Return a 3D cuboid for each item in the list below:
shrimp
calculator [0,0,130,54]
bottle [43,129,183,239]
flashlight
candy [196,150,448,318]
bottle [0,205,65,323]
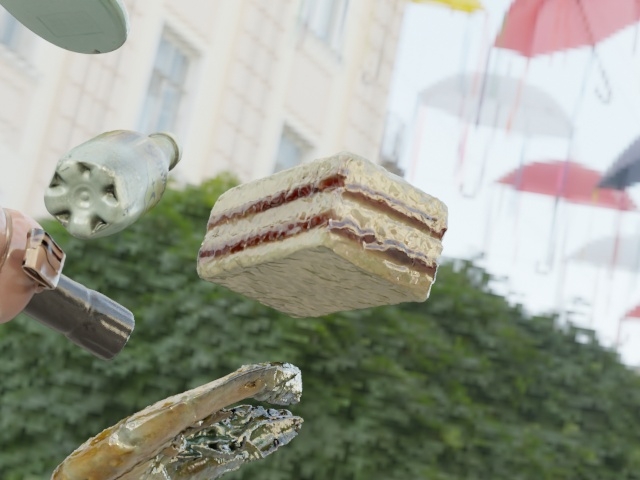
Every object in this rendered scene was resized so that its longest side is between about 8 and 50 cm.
[{"bbox_3d":[-0.114,0.198,1.712,0.272,0.085,0.445,-38,-16,20],"label":"shrimp"},{"bbox_3d":[-0.364,-0.340,2.079,0.184,0.042,0.295,-1,-33,31],"label":"calculator"},{"bbox_3d":[-0.174,-0.064,1.441,0.083,0.083,0.270,9,15,8],"label":"bottle"},{"bbox_3d":[-0.418,0.039,2.080,0.103,0.103,0.424,-8,-34,45],"label":"flashlight"},{"bbox_3d":[0.000,0.000,1.938,0.179,0.135,0.320,25,-19,-27],"label":"candy"},{"bbox_3d":[-0.448,-0.008,1.796,0.296,0.173,0.206,29,-27,-34],"label":"bottle"}]
